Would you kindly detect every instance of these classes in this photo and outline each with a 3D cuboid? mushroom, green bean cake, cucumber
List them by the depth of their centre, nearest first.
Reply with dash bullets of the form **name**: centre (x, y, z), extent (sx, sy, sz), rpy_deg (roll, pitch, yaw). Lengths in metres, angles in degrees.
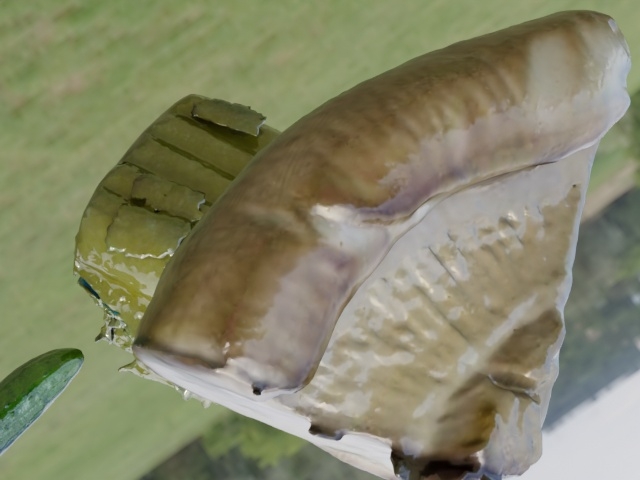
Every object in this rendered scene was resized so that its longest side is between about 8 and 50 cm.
- **mushroom**: centre (0.062, -0.025, 1.411), extent (0.397, 0.314, 0.224), rpy_deg (-68, -163, -12)
- **cucumber**: centre (-0.321, 0.182, 1.755), extent (0.250, 0.056, 0.056), rpy_deg (-44, 180, -27)
- **green bean cake**: centre (-0.126, 0.043, 1.899), extent (0.285, 0.202, 0.310), rpy_deg (-57, 165, -45)
